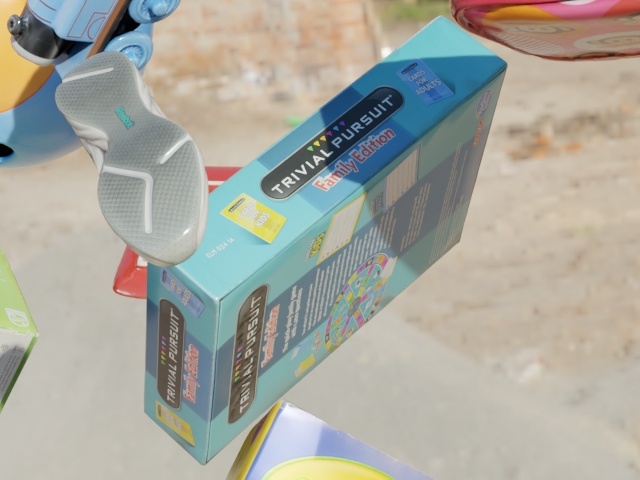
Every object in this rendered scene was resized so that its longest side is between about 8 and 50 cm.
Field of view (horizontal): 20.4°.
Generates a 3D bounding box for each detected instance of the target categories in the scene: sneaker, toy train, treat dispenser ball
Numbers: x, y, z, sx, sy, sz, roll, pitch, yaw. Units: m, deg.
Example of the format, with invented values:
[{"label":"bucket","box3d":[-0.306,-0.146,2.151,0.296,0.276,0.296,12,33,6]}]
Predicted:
[{"label":"sneaker","box3d":[-0.081,-0.033,0.860,0.053,0.061,0.152,-30,41,0]},{"label":"toy train","box3d":[-0.151,-0.188,1.243,0.105,0.184,0.080,2,45,-43]},{"label":"treat dispenser ball","box3d":[-0.304,-0.213,1.704,0.288,0.288,0.288,-7,12,2]}]

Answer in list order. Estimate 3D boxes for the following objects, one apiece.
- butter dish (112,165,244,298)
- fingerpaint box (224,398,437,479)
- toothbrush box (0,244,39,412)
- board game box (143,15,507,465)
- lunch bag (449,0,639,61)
[{"label":"butter dish","box3d":[-0.098,0.016,1.744,0.160,0.118,0.160,2,55,25]},{"label":"fingerpaint box","box3d":[0.079,0.374,1.175,0.445,0.371,0.163,27,-17,-3]},{"label":"toothbrush box","box3d":[-0.395,0.080,1.715,0.122,0.206,0.283,14,25,-34]},{"label":"board game box","box3d":[0.000,0.000,1.472,0.079,0.254,0.336,39,59,20]},{"label":"lunch bag","box3d":[0.240,-0.181,1.091,0.293,0.120,0.258,-4,-5,25]}]
